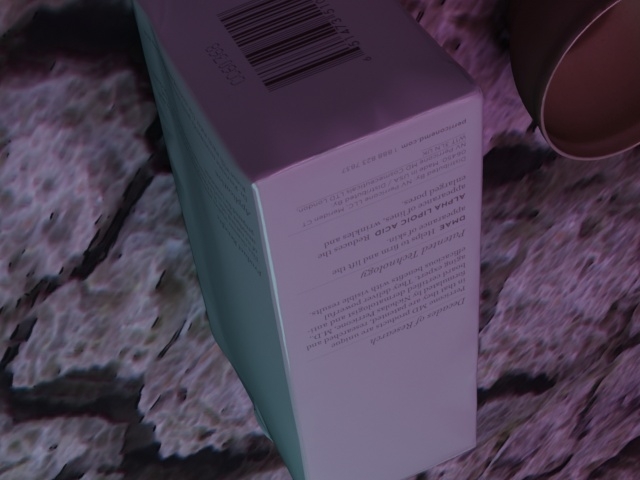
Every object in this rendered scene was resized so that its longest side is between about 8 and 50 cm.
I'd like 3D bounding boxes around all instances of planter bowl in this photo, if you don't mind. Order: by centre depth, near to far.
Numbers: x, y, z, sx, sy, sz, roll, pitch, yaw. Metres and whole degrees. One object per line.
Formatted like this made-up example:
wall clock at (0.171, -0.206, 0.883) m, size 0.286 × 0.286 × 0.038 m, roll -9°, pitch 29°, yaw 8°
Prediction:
planter bowl at (0.209, -0.157, 0.970) m, size 0.162 × 0.109 × 0.162 m, roll -18°, pitch 139°, yaw -17°

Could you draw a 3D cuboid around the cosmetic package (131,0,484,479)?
cosmetic package at (0.000, 0.000, 0.911) m, size 0.156 × 0.217 × 0.385 m, roll -23°, pitch 142°, yaw -12°
